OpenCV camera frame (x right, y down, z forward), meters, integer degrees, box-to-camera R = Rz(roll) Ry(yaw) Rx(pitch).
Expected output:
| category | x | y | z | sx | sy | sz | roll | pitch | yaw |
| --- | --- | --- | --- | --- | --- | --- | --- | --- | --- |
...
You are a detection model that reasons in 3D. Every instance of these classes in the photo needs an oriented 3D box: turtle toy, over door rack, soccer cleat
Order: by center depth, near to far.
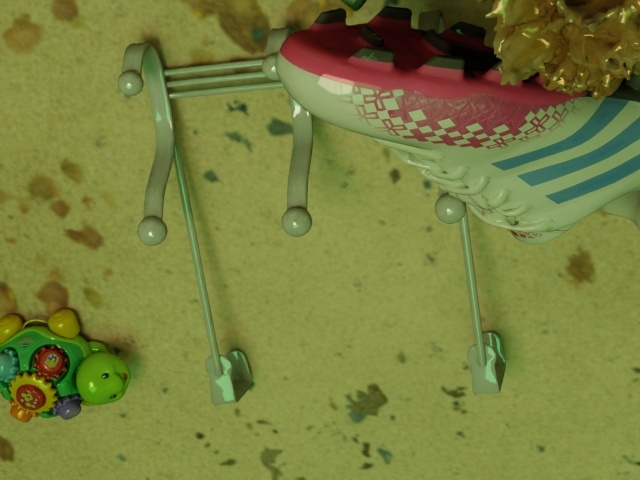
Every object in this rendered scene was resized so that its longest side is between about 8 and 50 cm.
| category | x | y | z | sx | sy | sz | roll | pitch | yaw |
| --- | --- | --- | --- | --- | --- | --- | --- | --- | --- |
| soccer cleat | 0.115 | -0.060 | 1.000 | 0.331 | 0.116 | 0.143 | 2 | 116 | -31 |
| over door rack | 0.000 | 0.000 | 1.152 | 0.240 | 0.108 | 0.324 | -4 | 122 | 15 |
| turtle toy | -0.218 | 0.111 | 1.295 | 0.130 | 0.066 | 0.095 | -6 | 122 | 16 |

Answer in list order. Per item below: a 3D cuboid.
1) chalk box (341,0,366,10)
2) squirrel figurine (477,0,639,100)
| category | x | y | z | sx | sy | sz | roll | pitch | yaw |
| --- | --- | --- | --- | --- | --- | --- | --- | --- | --- |
| chalk box | 0.036 | -0.276 | 0.947 | 0.132 | 0.132 | 0.213 | 33 | 123 | -11 |
| squirrel figurine | 0.264 | -0.217 | 0.863 | 0.397 | 0.281 | 0.370 | -14 | 137 | 2 |
